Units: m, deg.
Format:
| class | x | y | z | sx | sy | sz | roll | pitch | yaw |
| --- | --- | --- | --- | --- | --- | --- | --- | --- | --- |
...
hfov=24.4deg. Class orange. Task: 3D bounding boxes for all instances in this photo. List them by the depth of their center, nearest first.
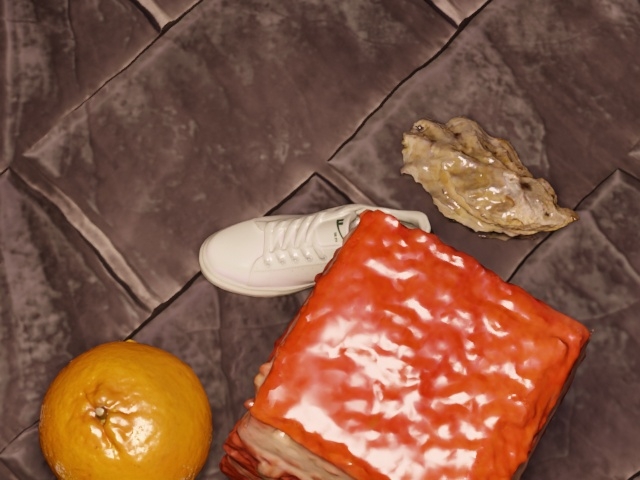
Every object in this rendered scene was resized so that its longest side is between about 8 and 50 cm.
| class | x | y | z | sx | sy | sz | roll | pitch | yaw |
| --- | --- | --- | --- | --- | --- | --- | --- | --- | --- |
| orange | -0.198 | 0.188 | 1.508 | 0.178 | 0.155 | 0.177 | 6 | 66 | -14 |

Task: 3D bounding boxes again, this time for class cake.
| class | x | y | z | sx | sy | sz | roll | pitch | yaw |
| --- | --- | --- | --- | --- | --- | --- | --- | --- | --- |
| cake | 0.075 | 0.163 | 1.435 | 0.269 | 0.319 | 0.270 | 29 | 68 | 9 |

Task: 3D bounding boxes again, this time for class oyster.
| class | x | y | z | sx | sy | sz | roll | pitch | yaw |
| --- | --- | --- | --- | --- | --- | --- | --- | --- | --- |
| oyster | 0.181 | -0.073 | 1.680 | 0.133 | 0.072 | 0.209 | -28 | 68 | -17 |

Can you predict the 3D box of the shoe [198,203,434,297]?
| class | x | y | z | sx | sy | sz | roll | pitch | yaw |
| --- | --- | --- | --- | --- | --- | --- | --- | --- | --- |
| shoe | 0.000 | 0.000 | 1.620 | 0.265 | 0.110 | 0.095 | -1 | 67 | -6 |
